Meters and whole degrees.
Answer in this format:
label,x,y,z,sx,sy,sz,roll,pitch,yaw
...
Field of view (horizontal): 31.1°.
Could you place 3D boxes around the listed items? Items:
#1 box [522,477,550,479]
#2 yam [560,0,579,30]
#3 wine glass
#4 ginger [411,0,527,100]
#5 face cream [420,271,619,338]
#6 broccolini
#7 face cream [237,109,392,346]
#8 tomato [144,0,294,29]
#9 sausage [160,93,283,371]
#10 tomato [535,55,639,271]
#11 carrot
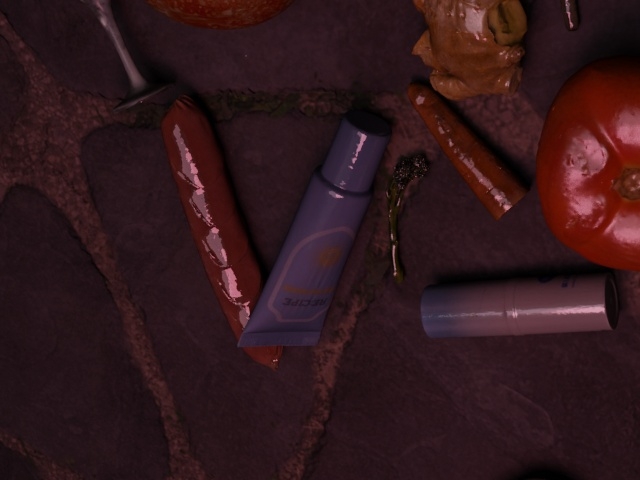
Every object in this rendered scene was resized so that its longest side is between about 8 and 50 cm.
label,x,y,z,sx,sy,sz,roll,pitch,yaw
box,0.297,0.514,1.659,0.289,0.141,0.349,43,123,1
yam,0.279,-0.358,1.335,0.027,0.029,0.234,31,138,63
wine glass,-0.243,-0.356,1.550,0.264,0.096,0.309,-16,104,33
ginger,0.178,-0.270,1.380,0.157,0.102,0.216,15,127,51
face cream,0.260,0.087,1.517,0.250,0.077,0.077,-6,110,27
broccolini,0.109,-0.033,1.569,0.052,0.054,0.194,40,138,42
face cream,0.000,0.000,1.596,0.086,0.136,0.385,55,133,44
tomato,-0.117,-0.391,1.400,0.270,0.222,0.270,2,97,13
sausage,-0.142,-0.004,1.675,0.088,0.088,0.433,-10,107,30
tomato,0.373,-0.089,1.318,0.260,0.180,0.259,11,119,20
carrot,0.181,-0.123,1.477,0.209,0.061,0.061,50,124,3
